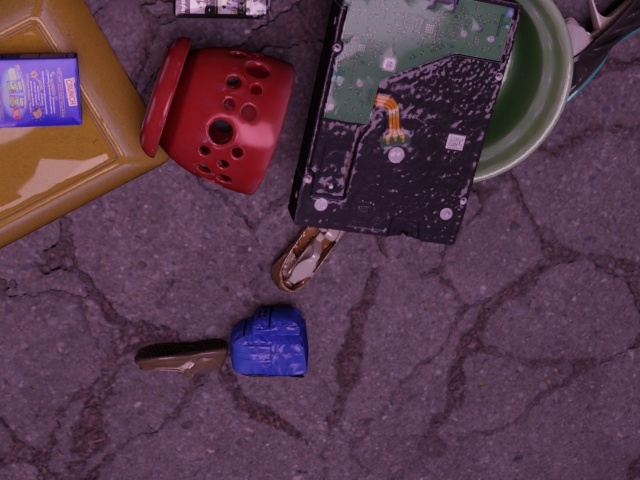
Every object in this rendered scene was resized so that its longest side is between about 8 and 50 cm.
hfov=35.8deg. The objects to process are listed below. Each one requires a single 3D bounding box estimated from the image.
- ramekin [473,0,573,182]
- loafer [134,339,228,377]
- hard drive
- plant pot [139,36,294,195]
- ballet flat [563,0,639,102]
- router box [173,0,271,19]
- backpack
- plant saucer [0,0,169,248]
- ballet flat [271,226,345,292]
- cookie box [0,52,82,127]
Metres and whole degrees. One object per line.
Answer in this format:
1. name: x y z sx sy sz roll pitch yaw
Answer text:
1. ramekin: 0.186 -0.245 1.400 0.303 0.148 0.303 -4 115 -10
2. loafer: -0.217 0.192 1.562 0.148 0.056 0.050 -4 108 -10
3. hard drive: 0.104 -0.169 1.298 0.237 0.064 0.339 6 113 -15
4. plant pot: -0.143 -0.176 1.346 0.174 0.191 0.191 18 109 -9
5. ballet flat: 0.401 -0.308 1.457 0.280 0.095 0.096 -42 106 -3
6. router box: -0.130 -0.389 1.326 0.133 0.046 0.179 -1 114 -11
7. backpack: -0.083 0.157 1.557 0.120 0.098 0.101 -5 106 4
8. plant saucer: -0.421 -0.162 1.348 0.333 0.081 0.332 -28 116 1
9. ballet flat: 0.000 0.000 1.516 0.073 0.067 0.206 28 105 -22
10. cookie box: -0.364 -0.194 1.278 0.107 0.040 0.091 -3 114 -10
